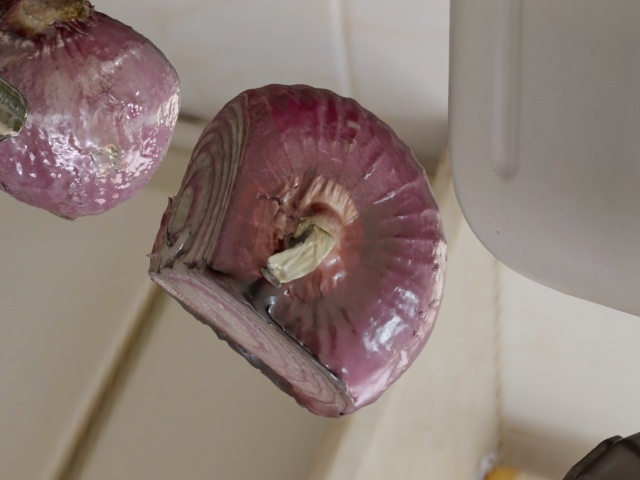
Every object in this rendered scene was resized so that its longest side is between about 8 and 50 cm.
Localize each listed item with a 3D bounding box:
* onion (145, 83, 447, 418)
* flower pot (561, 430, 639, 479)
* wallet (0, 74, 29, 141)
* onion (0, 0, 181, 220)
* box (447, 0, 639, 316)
[{"bbox_3d":[-0.005,-0.002,1.377,0.230,0.272,0.256,-55,128,-21],"label":"onion"},{"bbox_3d":[0.149,0.187,0.866,0.179,0.084,0.251,-9,137,-50],"label":"flower pot"},{"bbox_3d":[-0.215,-0.086,0.652,0.198,0.110,0.031,43,43,-56],"label":"wallet"},{"bbox_3d":[-0.298,-0.101,1.777,0.348,0.267,0.159,92,24,-45],"label":"onion"},{"bbox_3d":[0.200,-0.093,0.781,0.141,0.349,0.288,-13,109,-35],"label":"box"}]
